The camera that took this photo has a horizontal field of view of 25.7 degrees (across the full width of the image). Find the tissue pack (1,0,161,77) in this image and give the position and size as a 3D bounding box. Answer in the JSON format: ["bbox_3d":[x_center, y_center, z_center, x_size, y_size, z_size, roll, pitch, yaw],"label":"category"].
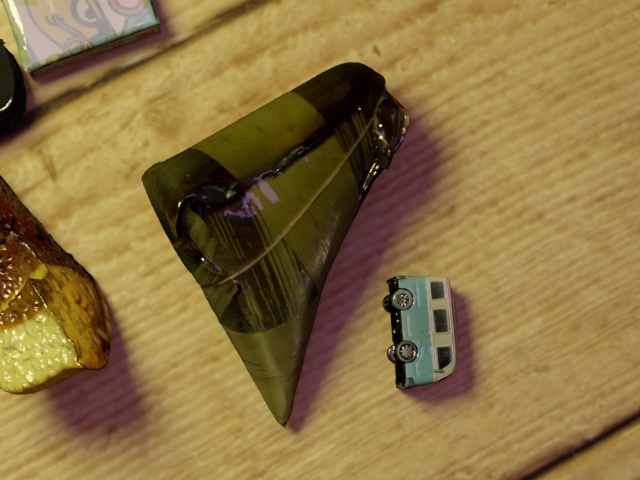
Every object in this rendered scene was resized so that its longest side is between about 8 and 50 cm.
[{"bbox_3d":[-0.264,-0.255,1.522,0.155,0.065,0.115,-20,90,-9],"label":"tissue pack"}]

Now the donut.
[{"bbox_3d":[-0.316,0.045,1.463,0.112,0.151,0.295,-35,71,8],"label":"donut"}]

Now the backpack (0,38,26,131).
[{"bbox_3d":[-0.398,-0.158,1.479,0.165,0.106,0.120,-20,83,-4],"label":"backpack"}]

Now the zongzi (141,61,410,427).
[{"bbox_3d":[0.000,0.000,1.511,0.289,0.154,0.317,-30,109,-11],"label":"zongzi"}]

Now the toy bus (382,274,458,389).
[{"bbox_3d":[0.112,0.100,1.538,0.075,0.060,0.123,-3,84,-10],"label":"toy bus"}]
